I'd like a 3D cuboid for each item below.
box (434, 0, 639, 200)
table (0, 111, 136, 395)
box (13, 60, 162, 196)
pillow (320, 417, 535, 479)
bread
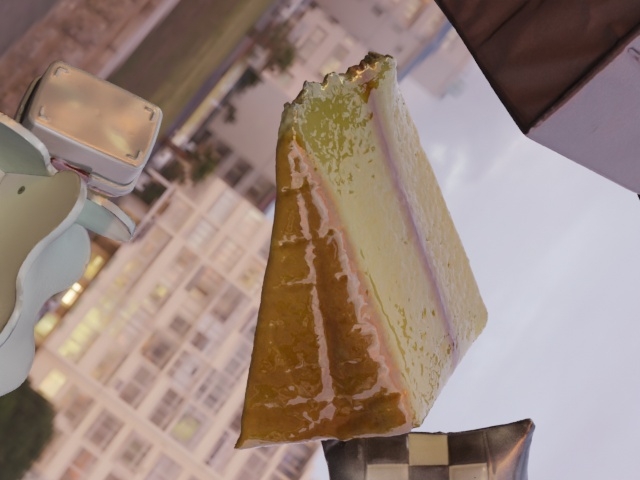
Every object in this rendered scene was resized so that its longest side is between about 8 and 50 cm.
[{"bbox_3d":[0.206,-0.180,0.910,0.188,0.153,0.252,-45,-137,25],"label":"box"},{"bbox_3d":[-0.224,0.040,0.714,0.198,0.166,0.166,-65,-168,-20],"label":"table"},{"bbox_3d":[-0.354,-0.169,1.902,0.129,0.210,0.148,-35,-145,58],"label":"box"},{"bbox_3d":[0.122,0.295,1.429,0.106,0.249,0.186,-54,143,-84],"label":"pillow"},{"bbox_3d":[0.000,0.000,1.284,0.245,0.362,0.233,-9,-159,32],"label":"bread"}]
